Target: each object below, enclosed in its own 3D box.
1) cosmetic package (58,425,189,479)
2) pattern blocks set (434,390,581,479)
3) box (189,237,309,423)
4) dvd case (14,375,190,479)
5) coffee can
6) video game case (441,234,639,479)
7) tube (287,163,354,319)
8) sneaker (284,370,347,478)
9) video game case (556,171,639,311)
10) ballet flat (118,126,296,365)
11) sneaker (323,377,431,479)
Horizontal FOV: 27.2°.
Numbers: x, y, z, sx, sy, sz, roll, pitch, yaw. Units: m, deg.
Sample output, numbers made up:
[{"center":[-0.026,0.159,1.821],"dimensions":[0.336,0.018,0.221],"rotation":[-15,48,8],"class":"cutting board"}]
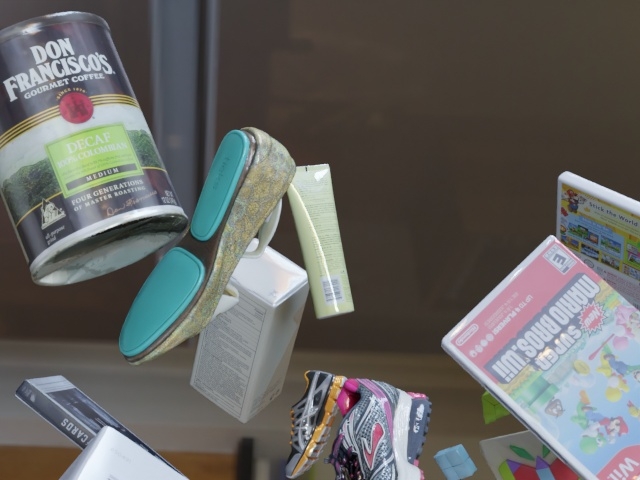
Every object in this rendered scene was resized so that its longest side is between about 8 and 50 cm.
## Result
[{"center":[-0.312,0.433,1.449],"dimensions":[0.453,0.161,0.230],"rotation":[-48,-170,36],"class":"cosmetic package"},{"center":[0.315,0.319,1.797],"dimensions":[0.325,0.285,0.026],"rotation":[-41,177,41],"class":"pattern blocks set"},{"center":[-0.130,0.167,2.407],"dimensions":[0.121,0.148,0.311],"rotation":[-36,153,-44],"class":"box"},{"center":[-0.277,0.261,1.719],"dimensions":[0.029,0.238,0.179],"rotation":[-52,175,-2],"class":"dvd case"},{"center":[-0.304,-0.109,1.614],"dimensions":[0.201,0.201,0.275],"rotation":[102,-35,-76],"class":"coffee can"},{"center":[0.318,0.154,1.611],"dimensions":[0.204,0.285,0.025],"rotation":[-42,162,-14],"class":"video game case"},{"center":[0.000,0.000,2.053],"dimensions":[0.070,0.062,0.240],"rotation":[8,70,-77],"class":"tube"},{"center":[-0.023,0.343,2.479],"dimensions":[0.215,0.083,0.084],"rotation":[-66,166,-5],"class":"sneaker"},{"center":[0.446,0.022,1.943],"dimensions":[0.026,0.227,0.206],"rotation":[-38,139,-31],"class":"video game case"},{"center":[-0.136,0.022,1.725],"dimensions":[0.349,0.123,0.123],"rotation":[-62,-176,4],"class":"ballet flat"},{"center":[0.058,0.285,1.612],"dimensions":[0.299,0.112,0.121],"rotation":[-77,-170,-60],"class":"sneaker"}]
